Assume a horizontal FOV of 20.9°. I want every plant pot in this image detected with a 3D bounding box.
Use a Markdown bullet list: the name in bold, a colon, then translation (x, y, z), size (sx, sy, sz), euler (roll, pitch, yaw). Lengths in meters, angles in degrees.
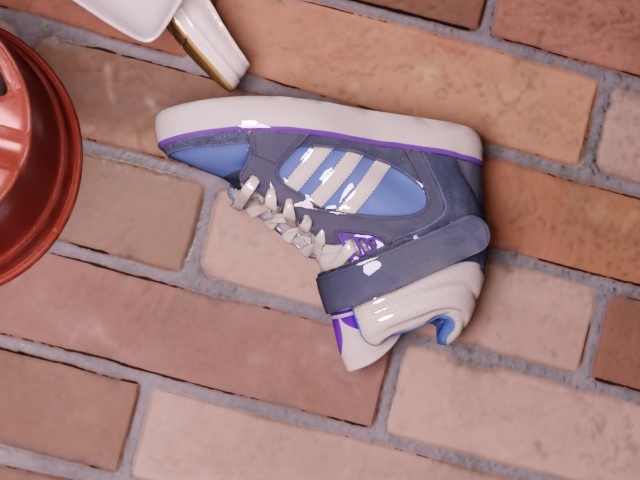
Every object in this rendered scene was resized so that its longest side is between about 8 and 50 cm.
- **plant pot**: translation (-0.346, -0.087, 1.504), size (0.272, 0.265, 0.272), euler (0, 87, -6)

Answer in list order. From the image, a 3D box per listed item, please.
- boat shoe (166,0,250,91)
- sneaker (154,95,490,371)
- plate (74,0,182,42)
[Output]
- **boat shoe**: translation (-0.134, -0.272, 1.625), size (0.096, 0.098, 0.277), euler (-33, 90, -7)
- **sneaker**: translation (0.000, 0.000, 1.607), size (0.322, 0.130, 0.236), euler (5, 82, -12)
- **plate**: translation (-0.192, -0.353, 1.569), size (0.277, 0.045, 0.278), euler (30, 86, 9)
